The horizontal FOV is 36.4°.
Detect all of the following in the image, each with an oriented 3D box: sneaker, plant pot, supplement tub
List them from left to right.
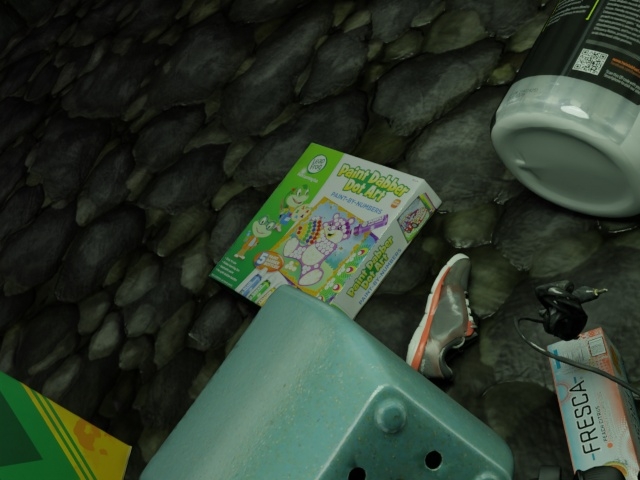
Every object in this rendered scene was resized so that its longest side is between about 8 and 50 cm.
[{"bbox_3d":[0.023,0.206,0.856,0.248,0.247,0.252,-54,14,-12],"label":"plant pot"},{"bbox_3d":[0.149,0.090,1.088,0.064,0.061,0.158,16,65,19],"label":"sneaker"},{"bbox_3d":[0.333,-0.199,1.058,0.193,0.193,0.316,12,65,47],"label":"supplement tub"}]

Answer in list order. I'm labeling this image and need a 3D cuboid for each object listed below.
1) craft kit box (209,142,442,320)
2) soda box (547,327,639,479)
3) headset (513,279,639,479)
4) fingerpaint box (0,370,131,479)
[{"bbox_3d":[0.000,0.000,1.295,0.247,0.061,0.250,-51,38,-13],"label":"craft kit box"},{"bbox_3d":[0.259,0.173,0.888,0.058,0.063,0.183,-24,42,23],"label":"soda box"},{"bbox_3d":[0.254,0.215,0.747,0.243,0.185,0.394,-22,72,7],"label":"headset"},{"bbox_3d":[-0.541,0.285,1.263,0.444,0.371,0.163,-16,48,33],"label":"fingerpaint box"}]
